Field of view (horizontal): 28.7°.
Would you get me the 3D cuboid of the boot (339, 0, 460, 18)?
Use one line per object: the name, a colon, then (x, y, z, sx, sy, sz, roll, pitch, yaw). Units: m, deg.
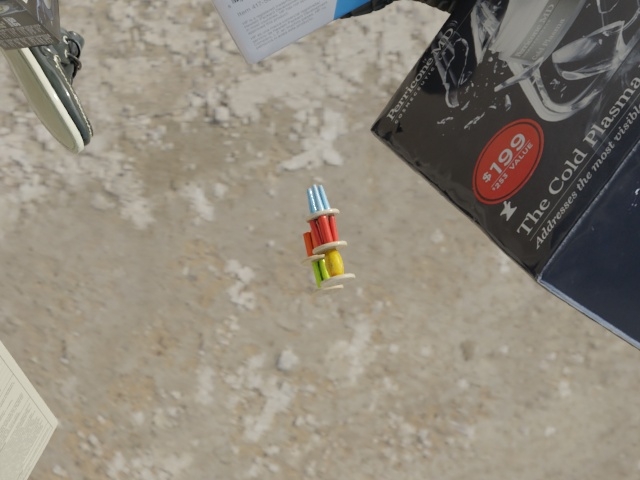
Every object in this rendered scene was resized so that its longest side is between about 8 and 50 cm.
boot: (0.087, -0.273, 1.134, 0.246, 0.161, 0.083, -2, 129, -3)

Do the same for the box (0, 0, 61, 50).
box: (-0.375, -0.324, 1.487, 0.077, 0.180, 0.147, -7, 81, 5)

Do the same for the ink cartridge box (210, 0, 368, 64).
ink cartridge box: (-0.033, -0.229, 0.800, 0.139, 0.082, 0.191, -28, 132, 3)

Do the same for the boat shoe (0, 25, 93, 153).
boat shoe: (-0.406, -0.283, 1.843, 0.113, 0.127, 0.340, -29, 70, -23)

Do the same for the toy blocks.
toy blocks: (0.000, 0.000, 1.862, 0.054, 0.123, 0.148, -10, 78, -17)

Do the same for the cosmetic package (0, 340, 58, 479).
cosmetic package: (-0.465, 0.222, 1.624, 0.309, 0.113, 0.160, 77, 34, -56)

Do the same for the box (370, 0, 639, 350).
box: (0.246, -0.129, 0.937, 0.179, 0.312, 0.343, 31, 99, -28)
